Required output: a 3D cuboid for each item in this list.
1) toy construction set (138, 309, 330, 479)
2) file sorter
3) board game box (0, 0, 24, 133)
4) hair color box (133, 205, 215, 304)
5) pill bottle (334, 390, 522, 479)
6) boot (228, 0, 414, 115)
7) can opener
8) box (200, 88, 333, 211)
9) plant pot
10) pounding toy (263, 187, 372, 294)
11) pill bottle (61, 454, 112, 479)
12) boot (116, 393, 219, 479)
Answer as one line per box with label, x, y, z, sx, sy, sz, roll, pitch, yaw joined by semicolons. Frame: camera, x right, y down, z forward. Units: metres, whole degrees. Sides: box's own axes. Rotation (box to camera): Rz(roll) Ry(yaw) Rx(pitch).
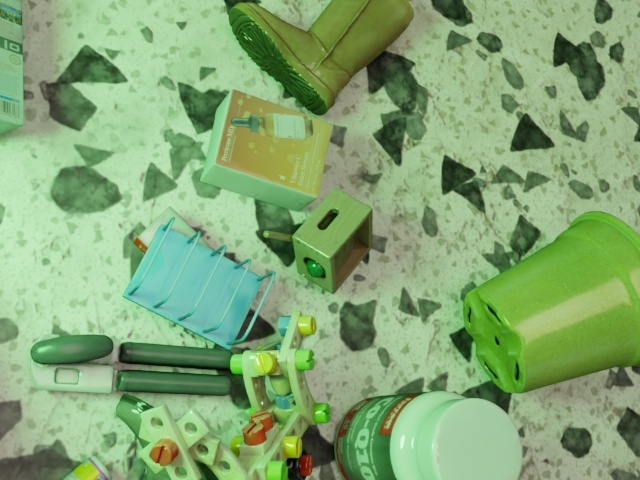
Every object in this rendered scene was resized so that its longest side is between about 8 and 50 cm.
toy construction set;-0.090;0.243;1.084;0.327;0.151;0.215;-27;113;-56
file sorter;-0.164;0.060;1.132;0.170;0.104;0.118;29;71;-14
board game box;-0.511;-0.307;1.067;0.224;0.097;0.303;14;69;-56
hair color box;-0.200;0.026;1.206;0.141;0.043;0.072;46;66;-6
pill bottle;0.145;0.295;1.155;0.161;0.283;0.161;6;75;-22
boot;0.005;-0.372;1.369;0.236;0.089;0.269;46;65;-19
can opener;-0.251;0.173;1.121;0.283;0.095;0.076;7;76;-21
box;-0.084;-0.137;1.268;0.170;0.091;0.130;16;72;-19
plant pot;0.384;0.122;1.331;0.254;0.276;0.276;-20;86;-15
pounding toy;0.000;0.000;1.248;0.100;0.130;0.141;31;64;22
pill bottle;-0.322;0.328;1.083;0.083;0.043;0.043;-40;95;-25
boot;-0.222;0.339;1.099;0.246;0.083;0.161;48;66;-11
